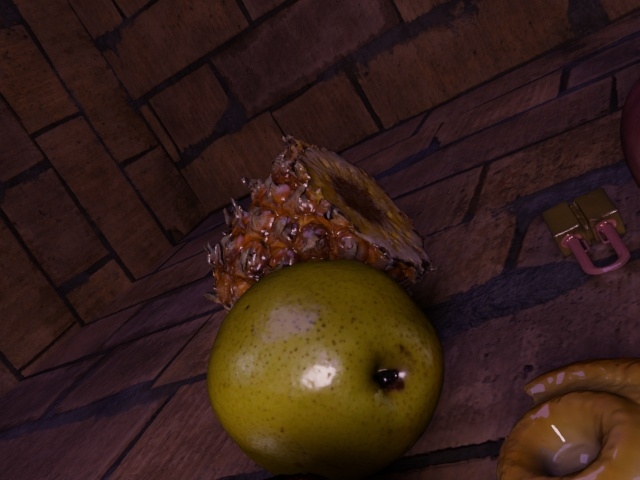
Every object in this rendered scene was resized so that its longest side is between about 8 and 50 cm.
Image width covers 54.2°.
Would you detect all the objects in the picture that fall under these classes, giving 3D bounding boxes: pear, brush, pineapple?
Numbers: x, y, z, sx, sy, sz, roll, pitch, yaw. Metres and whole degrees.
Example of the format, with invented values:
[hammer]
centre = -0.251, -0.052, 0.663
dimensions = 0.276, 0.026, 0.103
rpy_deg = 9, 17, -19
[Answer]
[pear]
centre = 0.007, 0.155, 0.758
dimensions = 0.294, 0.294, 0.294
rpy_deg = -29, 15, 9
[brush]
centre = 0.401, -0.003, 0.923
dimensions = 0.103, 0.047, 0.233
rpy_deg = -26, 17, 19
[pineapple]
centre = -0.015, 0.027, 1.037
dimensions = 0.300, 0.352, 0.352
rpy_deg = -44, 12, 16

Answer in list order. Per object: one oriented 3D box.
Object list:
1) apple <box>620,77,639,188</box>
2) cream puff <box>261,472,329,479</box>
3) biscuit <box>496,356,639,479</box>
[apple]
centre = 0.513, -0.129, 0.746
dimensions = 0.305, 0.235, 0.306
rpy_deg = -31, 17, 11
[cream puff]
centre = -0.037, 0.267, 0.414
dimensions = 0.239, 0.165, 0.239
rpy_deg = -42, -2, -2
[biscuit]
centre = 0.249, 0.191, 0.518
dimensions = 0.213, 0.091, 0.274
rpy_deg = -23, 15, 35
